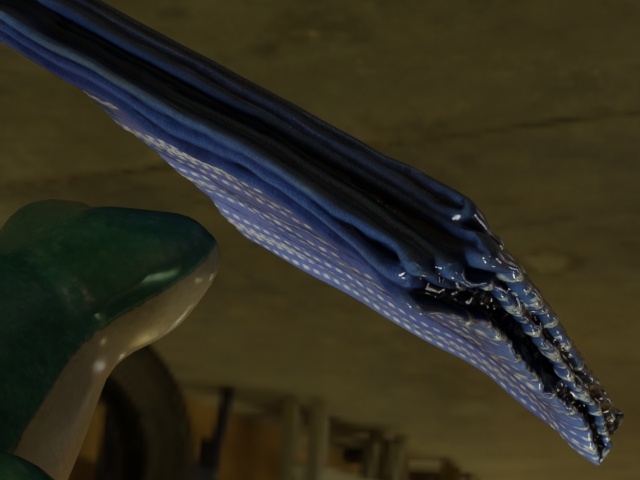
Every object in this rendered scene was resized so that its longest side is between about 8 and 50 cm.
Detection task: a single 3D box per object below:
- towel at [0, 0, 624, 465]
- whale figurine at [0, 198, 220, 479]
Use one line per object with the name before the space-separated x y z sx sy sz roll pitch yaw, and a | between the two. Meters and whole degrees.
towel | 0.000 0.000 0.699 0.243 0.040 0.336 31 174 24
whale figurine | -0.161 0.058 0.556 0.216 0.272 0.141 8 135 51
